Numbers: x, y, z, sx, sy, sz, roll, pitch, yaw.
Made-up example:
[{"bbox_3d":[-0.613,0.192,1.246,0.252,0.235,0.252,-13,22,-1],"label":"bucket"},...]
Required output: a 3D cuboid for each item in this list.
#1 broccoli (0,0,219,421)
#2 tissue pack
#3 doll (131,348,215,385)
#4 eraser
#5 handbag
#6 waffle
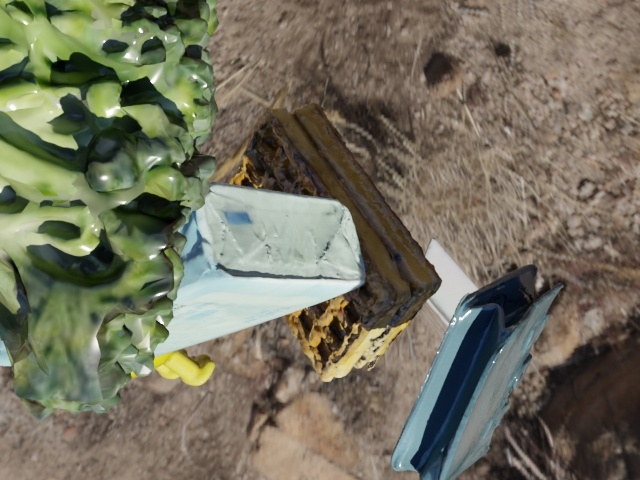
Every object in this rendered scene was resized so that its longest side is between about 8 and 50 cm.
[{"bbox_3d":[-0.169,-0.071,0.491,0.245,0.288,0.248,-3,135,-18],"label":"broccoli"},{"bbox_3d":[-0.121,0.032,0.859,0.263,0.177,0.089,-23,73,35],"label":"tissue pack"},{"bbox_3d":[-0.298,0.090,1.406,0.363,0.199,0.145,42,63,-37],"label":"doll"},{"bbox_3d":[0.243,0.124,1.978,0.082,0.397,0.213,-40,80,-2],"label":"eraser"},{"bbox_3d":[0.168,0.146,1.131,0.062,0.179,0.229,33,119,25],"label":"handbag"},{"bbox_3d":[-0.001,0.000,1.377,0.308,0.091,0.213,58,140,22],"label":"waffle"}]
